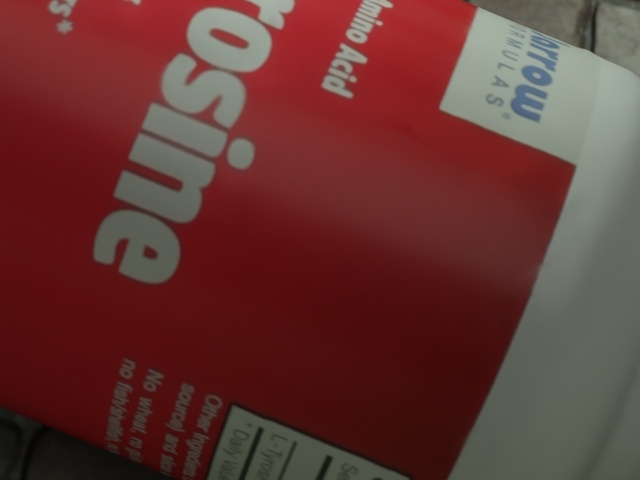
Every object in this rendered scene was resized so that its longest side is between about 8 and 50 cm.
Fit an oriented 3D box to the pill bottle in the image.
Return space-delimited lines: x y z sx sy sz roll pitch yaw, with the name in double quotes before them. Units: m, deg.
"pill bottle" 0.000 0.000 0.555 0.407 0.229 0.229 22 61 2
